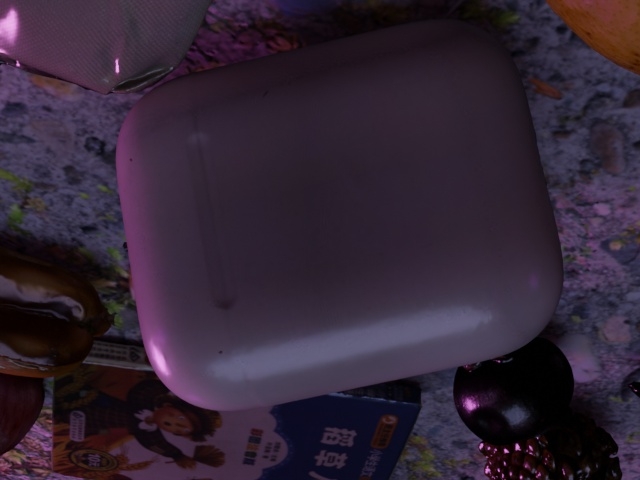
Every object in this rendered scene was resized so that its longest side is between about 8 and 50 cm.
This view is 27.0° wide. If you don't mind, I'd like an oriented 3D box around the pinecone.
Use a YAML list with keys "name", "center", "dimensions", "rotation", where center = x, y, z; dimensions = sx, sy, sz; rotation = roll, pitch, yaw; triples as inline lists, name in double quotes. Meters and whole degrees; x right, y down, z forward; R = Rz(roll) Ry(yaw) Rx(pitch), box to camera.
- name: "pinecone"
  center: [0.276, 0.268, 1.557]
  dimensions: [0.174, 0.173, 0.173]
  rotation: [3, 142, 2]

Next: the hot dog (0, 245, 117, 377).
- name: "hot dog"
  center: [-0.380, 0.062, 1.375]
  dimensions: [0.337, 0.135, 0.100]
  rotation: [13, 162, -10]

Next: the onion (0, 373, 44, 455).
- name: "onion"
  center: [-0.468, 0.215, 1.582]
  dimensions: [0.227, 0.120, 0.283]
  rotation: [30, 135, -22]

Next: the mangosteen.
- name: "mangosteen"
  center: [0.200, 0.143, 1.438]
  dimensions: [0.137, 0.137, 0.151]
  rotation: [-24, 100, 31]

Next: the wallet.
- name: "wallet"
  center: [-0.225, -0.236, 1.038]
  dimensions: [0.335, 0.068, 0.274]
  rotation: [17, 136, -6]

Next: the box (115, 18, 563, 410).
- name: "box"
  center: [0.011, -0.022, 1.096]
  dimensions: [0.349, 0.288, 0.141]
  rotation: [-12, 169, 8]

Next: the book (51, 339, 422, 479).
- name: "book"
  center: [-0.115, 0.236, 1.637]
  dimensions: [0.428, 0.039, 0.300]
  rotation: [9, 141, -5]

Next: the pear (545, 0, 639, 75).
- name: "pear"
  center: [0.237, -0.235, 0.843]
  dimensions: [0.271, 0.271, 0.271]
  rotation: [3, 142, 2]

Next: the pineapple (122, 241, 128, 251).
- name: "pineapple"
  center: [0.000, 0.000, 1.235]
  dimensions: [0.361, 0.175, 0.175]
  rotation: [9, 142, -1]

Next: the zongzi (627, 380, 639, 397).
- name: "zongzi"
  center: [0.539, 0.232, 1.452]
  dimensions: [0.362, 0.319, 0.383]
  rotation: [-6, 124, 27]
